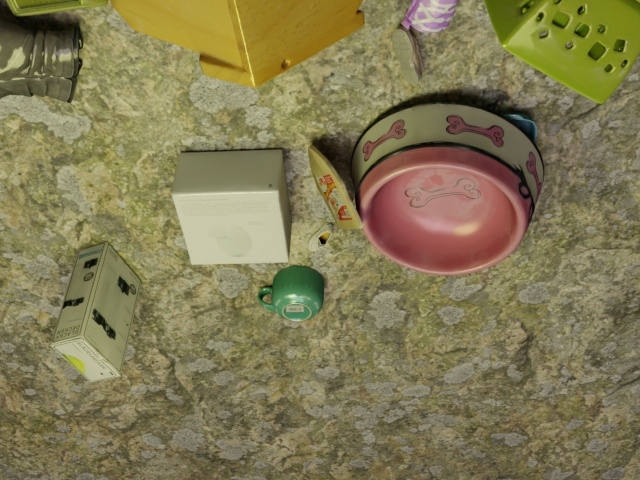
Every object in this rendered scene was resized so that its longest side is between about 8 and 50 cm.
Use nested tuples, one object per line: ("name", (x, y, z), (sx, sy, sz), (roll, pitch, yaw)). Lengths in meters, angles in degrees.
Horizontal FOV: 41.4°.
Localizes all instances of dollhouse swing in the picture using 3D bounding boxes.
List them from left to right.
("dollhouse swing", (-0.147, -0.466, 1.279), (0.315, 0.305, 0.346), (-34, 139, -20))

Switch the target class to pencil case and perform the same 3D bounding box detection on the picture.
("pencil case", (0.204, -0.453, 1.437), (0.088, 0.086, 0.206), (-21, 144, -27))

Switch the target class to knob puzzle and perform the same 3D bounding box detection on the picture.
("knob puzzle", (0.030, -0.115, 1.778), (0.030, 0.213, 0.213), (-28, 138, -11))

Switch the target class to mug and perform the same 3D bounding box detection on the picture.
("mug", (-0.066, 0.147, 2.107), (0.129, 0.097, 0.158), (31, 130, -29))

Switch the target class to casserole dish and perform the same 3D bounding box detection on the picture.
("casserole dish", (0.382, -0.197, 1.755), (0.114, 0.037, 0.188), (-1, 139, 3))

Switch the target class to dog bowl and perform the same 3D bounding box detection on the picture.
("dog bowl", (0.255, -0.087, 1.760), (0.408, 0.150, 0.408), (7, 140, 6))

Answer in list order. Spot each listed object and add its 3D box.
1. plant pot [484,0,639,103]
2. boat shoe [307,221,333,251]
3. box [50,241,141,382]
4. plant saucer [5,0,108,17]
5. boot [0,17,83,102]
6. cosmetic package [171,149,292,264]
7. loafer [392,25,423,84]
("plant pot", (0.428, -0.400, 1.395), (0.228, 0.227, 0.207), (24, 128, -22))
("boat shoe", (0.000, 0.000, 1.988), (0.035, 0.035, 0.100), (23, 134, -22))
("box", (-0.525, 0.167, 2.005), (0.087, 0.290, 0.169), (-14, 136, 17))
("plant saucer", (-0.493, -0.470, 1.479), (0.189, 0.045, 0.188), (-6, 137, 8))
("boot", (-0.587, -0.293, 1.634), (0.223, 0.118, 0.338), (7, 152, -26))
("cosmetic package", (-0.185, -0.072, 1.840), (0.224, 0.138, 0.224), (-1, 139, 4))
("loafer", (0.167, -0.354, 1.595), (0.045, 0.039, 0.125), (18, 145, 35))
